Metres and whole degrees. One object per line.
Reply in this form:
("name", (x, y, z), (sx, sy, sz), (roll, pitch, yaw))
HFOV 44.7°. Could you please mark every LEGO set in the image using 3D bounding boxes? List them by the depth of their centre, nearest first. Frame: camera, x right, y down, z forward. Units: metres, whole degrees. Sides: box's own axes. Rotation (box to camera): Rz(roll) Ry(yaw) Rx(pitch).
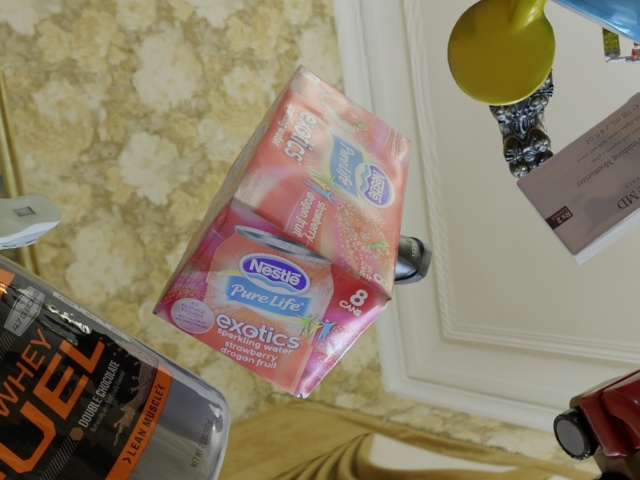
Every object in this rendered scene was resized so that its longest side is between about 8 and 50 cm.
("LEGO set", (0.459, -0.295, 1.109), (0.107, 0.287, 0.132), (-4, -53, 20))

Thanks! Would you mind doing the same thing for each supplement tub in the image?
("supplement tub", (-0.265, 0.143, 0.680), (0.338, 0.207, 0.207), (35, -37, -17))

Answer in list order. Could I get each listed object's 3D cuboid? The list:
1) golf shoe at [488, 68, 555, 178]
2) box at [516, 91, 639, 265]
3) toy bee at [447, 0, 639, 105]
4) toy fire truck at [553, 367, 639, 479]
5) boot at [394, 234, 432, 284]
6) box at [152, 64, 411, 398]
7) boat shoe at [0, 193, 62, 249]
("golf shoe", (0.331, -0.234, 1.313), (0.120, 0.105, 0.273), (-91, 168, -47))
("box", (0.365, -0.069, 0.991), (0.181, 0.182, 0.119), (-38, -106, 13))
("toy bee", (0.104, -0.172, 0.337), (0.195, 0.298, 0.162), (-50, -123, 5))
("toy fire truck", (0.375, 0.243, 0.808), (0.217, 0.158, 0.246), (66, -25, 13))
("boot", (-0.022, -0.001, 1.727), (0.367, 0.445, 0.146), (-17, -117, 37))
("box", (-0.018, -0.023, 0.732), (0.154, 0.300, 0.142), (33, -59, -10))
("boat shoe", (-0.462, -0.014, 1.109), (0.081, 0.227, 0.079), (-45, -97, 16))
